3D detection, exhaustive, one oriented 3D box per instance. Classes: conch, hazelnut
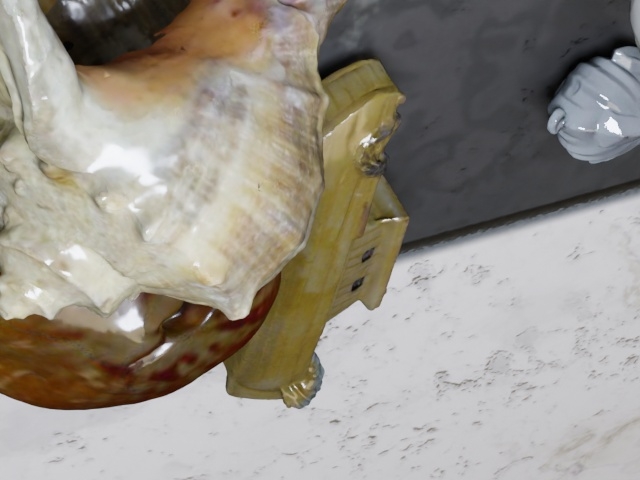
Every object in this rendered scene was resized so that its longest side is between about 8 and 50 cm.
[{"bbox_3d":[-0.108,-0.132,0.848,0.210,0.352,0.297,0,153,24],"label":"conch"},{"bbox_3d":[-0.150,0.011,1.039,0.251,0.217,0.217,25,124,-35],"label":"hazelnut"}]

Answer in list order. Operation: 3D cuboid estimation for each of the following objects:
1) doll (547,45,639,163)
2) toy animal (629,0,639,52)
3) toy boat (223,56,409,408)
[{"bbox_3d":[0.229,-0.101,1.205,0.180,0.079,0.094,-15,130,-31],"label":"doll"},{"bbox_3d":[0.237,-0.246,0.923,0.154,0.208,0.325,9,142,-19],"label":"toy animal"},{"bbox_3d":[0.000,0.000,1.201,0.121,0.089,0.321,-9,141,-26],"label":"toy boat"}]
